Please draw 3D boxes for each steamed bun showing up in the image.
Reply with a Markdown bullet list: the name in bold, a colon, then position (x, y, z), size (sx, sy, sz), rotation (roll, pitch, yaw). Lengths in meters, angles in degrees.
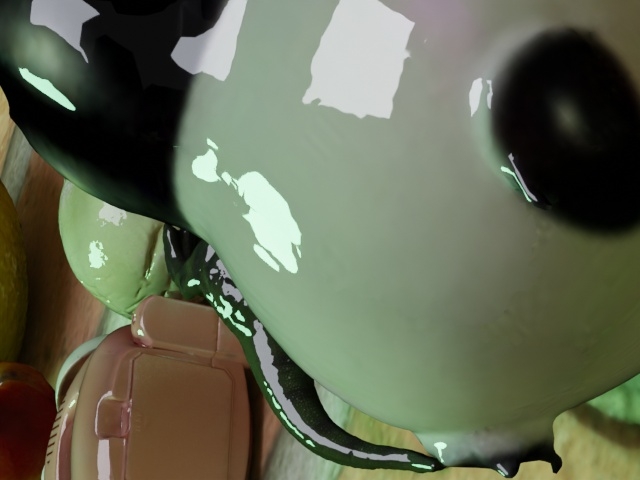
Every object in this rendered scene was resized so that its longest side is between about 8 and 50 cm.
- **steamed bun**: position (-0.098, -0.015, 1.035), size (0.130, 0.091, 0.112), rotation (-39, 41, 51)

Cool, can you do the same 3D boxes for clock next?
- **clock**: position (-0.104, 0.117, 0.996), size (0.162, 0.093, 0.165), rotation (-35, 49, 56)

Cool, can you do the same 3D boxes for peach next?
- **peach**: position (-0.204, 0.131, 1.178), size (0.101, 0.101, 0.100), rotation (-36, 48, 52)

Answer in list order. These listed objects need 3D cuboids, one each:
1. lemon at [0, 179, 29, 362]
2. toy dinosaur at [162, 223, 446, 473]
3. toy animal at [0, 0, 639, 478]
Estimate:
- **lemon**: position (-0.333, 0.036, 1.275), size (0.293, 0.293, 0.293), rotation (-36, 48, 52)
- **toy dinosaur**: position (0.000, 0.000, 0.855), size (0.179, 0.087, 0.187), rotation (21, 98, 64)
- **toy animal**: position (0.015, -0.070, 0.679), size (0.310, 0.251, 0.251), rotation (46, 121, 34)
